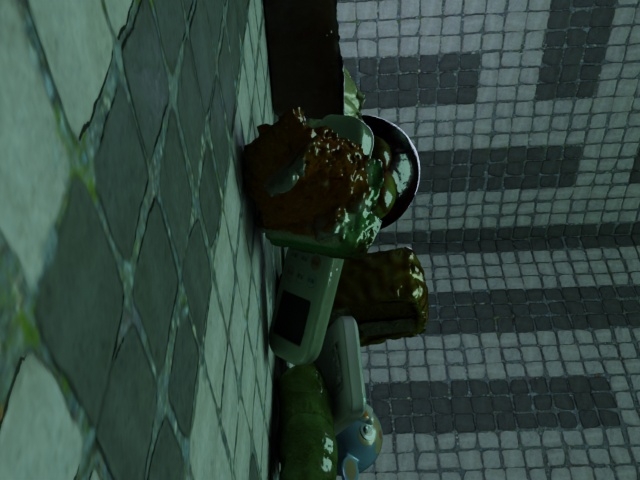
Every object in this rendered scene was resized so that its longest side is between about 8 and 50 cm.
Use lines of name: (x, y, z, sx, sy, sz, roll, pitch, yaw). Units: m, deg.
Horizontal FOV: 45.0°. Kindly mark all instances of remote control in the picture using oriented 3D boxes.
remote control: (-0.001, 0.000, 0.951, 0.090, 0.038, 0.309, 19, -83, 47)

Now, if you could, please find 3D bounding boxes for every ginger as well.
ginger: (-0.019, 0.288, 0.980, 0.290, 0.089, 0.137, -98, -151, -48)

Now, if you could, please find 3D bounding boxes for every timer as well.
timer: (0.050, 0.389, 1.540, 0.255, 0.175, 0.175, 95, -7, -74)

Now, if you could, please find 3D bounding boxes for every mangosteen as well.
mangosteen: (0.089, -0.147, 1.734, 0.288, 0.288, 0.288, -2, 90, -88)

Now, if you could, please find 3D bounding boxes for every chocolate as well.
chocolate: (-0.026, -0.330, 1.140, 0.112, 0.112, 0.321, -91, 177, -60)

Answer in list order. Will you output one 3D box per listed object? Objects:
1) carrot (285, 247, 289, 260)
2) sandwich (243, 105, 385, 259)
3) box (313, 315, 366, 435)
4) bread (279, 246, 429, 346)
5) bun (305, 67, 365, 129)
carrot: (-0.024, 0.093, 1.282, 0.067, 0.067, 0.225, -88, 177, -63)
sandwich: (-0.029, -0.054, 0.843, 0.185, 0.160, 0.109, -4, -117, 52)
box: (0.004, 0.221, 1.142, 0.285, 0.044, 0.142, 122, -35, -60)
bread: (0.053, 0.091, 1.156, 0.181, 0.222, 0.096, 57, 26, -59)
bun: (0.008, -0.213, 1.384, 0.259, 0.152, 0.259, 178, -90, -90)
